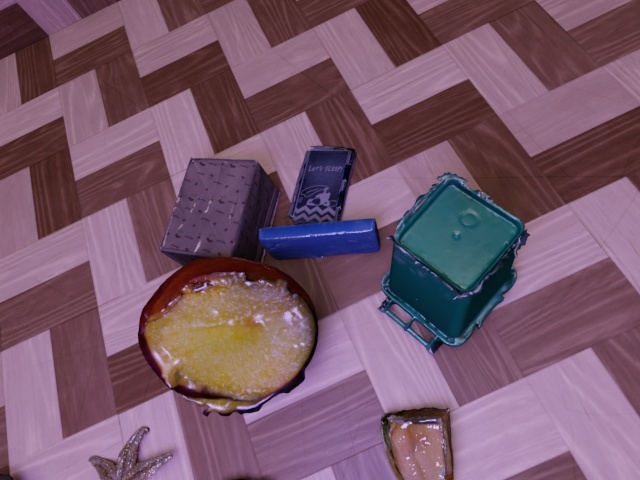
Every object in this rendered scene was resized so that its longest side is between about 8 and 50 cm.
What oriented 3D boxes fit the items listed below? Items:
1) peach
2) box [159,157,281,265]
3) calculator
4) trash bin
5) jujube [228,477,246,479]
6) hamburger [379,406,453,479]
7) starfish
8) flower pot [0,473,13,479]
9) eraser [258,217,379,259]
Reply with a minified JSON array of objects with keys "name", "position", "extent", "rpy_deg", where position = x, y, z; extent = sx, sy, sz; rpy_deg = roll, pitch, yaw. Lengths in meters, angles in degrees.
[{"name":"peach","position":[-0.199,0.196,1.012],"extent":[0.417,0.338,0.353],"rpy_deg":[3,24,38]},{"name":"box","position":[-0.275,-0.065,1.237],"extent":[0.226,0.190,0.296],"rpy_deg":[6,69,17]},{"name":"calculator","position":[0.005,-0.170,1.305],"extent":[0.166,0.028,0.273],"rpy_deg":[7,68,19]},{"name":"trash bin","position":[0.272,0.062,0.952],"extent":[0.259,0.381,0.295],"rpy_deg":[40,81,25]},{"name":"jujube","position":[-0.170,0.597,0.991],"extent":[0.166,0.104,0.104],"rpy_deg":[11,71,20]},{"name":"hamburger","position":[0.223,0.477,0.950],"extent":[0.156,0.135,0.207],"rpy_deg":[-16,79,23]},{"name":"starfish","position":[-0.467,0.590,1.065],"extent":[0.295,0.048,0.231],"rpy_deg":[33,80,39]},{"name":"flower pot","position":[-0.841,0.725,1.094],"extent":[0.251,0.084,0.179],"rpy_deg":[-41,65,-7]},{"name":"eraser","position":[0.000,0.000,1.170],"extent":[0.312,0.144,0.042],"rpy_deg":[-5,65,11]}]
